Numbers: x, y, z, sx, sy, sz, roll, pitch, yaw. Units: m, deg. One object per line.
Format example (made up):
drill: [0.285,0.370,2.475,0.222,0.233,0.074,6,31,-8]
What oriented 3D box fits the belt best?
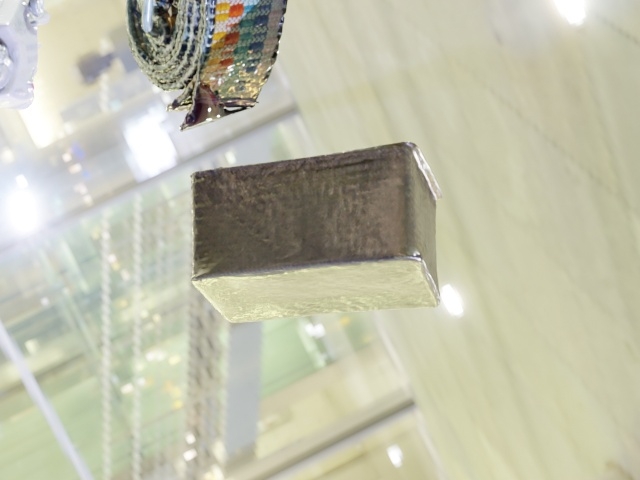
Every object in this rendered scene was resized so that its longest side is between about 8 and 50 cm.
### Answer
belt: [-0.158,-0.307,1.838,0.207,0.160,0.295,39,129,39]

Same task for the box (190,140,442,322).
box: [0.000,-0.002,1.718,0.184,0.273,0.143,54,-148,-66]

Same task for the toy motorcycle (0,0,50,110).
toy motorcycle: [-0.459,-0.270,2.178,0.260,0.110,0.171,-84,-10,-59]
